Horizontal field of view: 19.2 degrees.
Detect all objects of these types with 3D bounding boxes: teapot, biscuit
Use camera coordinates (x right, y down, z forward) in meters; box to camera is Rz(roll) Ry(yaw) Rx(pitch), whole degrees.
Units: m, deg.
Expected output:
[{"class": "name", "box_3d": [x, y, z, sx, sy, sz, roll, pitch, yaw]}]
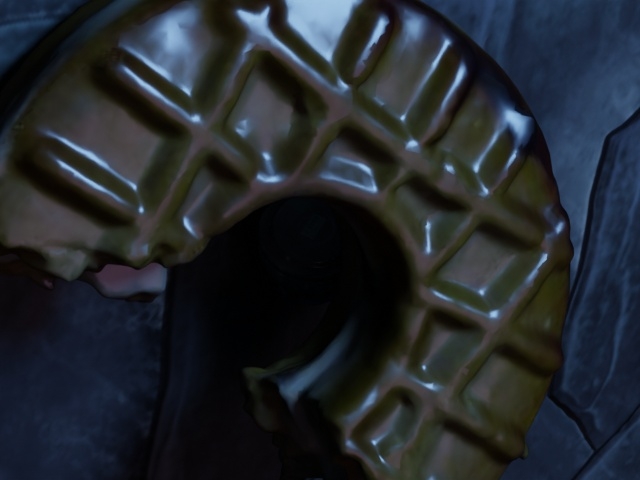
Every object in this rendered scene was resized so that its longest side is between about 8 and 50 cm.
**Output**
[{"class": "teapot", "box_3d": [0.000, 0.000, 1.122, 0.088, 0.066, 0.057, -56, 165, -31]}, {"class": "biscuit", "box_3d": [-0.002, -0.004, 1.003, 0.366, 0.115, 0.268, 39, 87, -30]}]
